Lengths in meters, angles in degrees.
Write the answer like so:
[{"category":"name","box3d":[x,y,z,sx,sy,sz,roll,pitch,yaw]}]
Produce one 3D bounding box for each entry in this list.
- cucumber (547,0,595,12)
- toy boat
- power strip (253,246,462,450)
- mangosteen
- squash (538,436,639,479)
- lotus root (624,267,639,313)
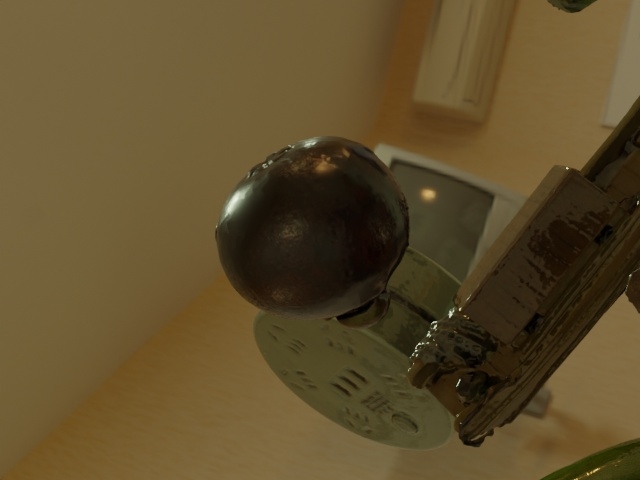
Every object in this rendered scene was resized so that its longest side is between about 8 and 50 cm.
[{"category":"cucumber","box3d":[0.218,-0.346,0.973,0.244,0.134,0.134,25,-102,-38]},{"category":"toy boat","box3d":[0.253,0.007,1.006,0.445,0.136,0.162,-51,-47,6]},{"category":"power strip","box3d":[0.068,0.147,1.406,0.161,0.357,0.357,-55,-30,-30]},{"category":"mangosteen","box3d":[0.000,0.000,0.705,0.152,0.152,0.152,-45,-38,-51]},{"category":"squash","box3d":[0.257,0.231,0.878,0.066,0.201,0.066,165,90,-80]},{"category":"lotus root","box3d":[0.321,0.116,0.591,0.146,0.303,0.131,-45,18,37]}]
